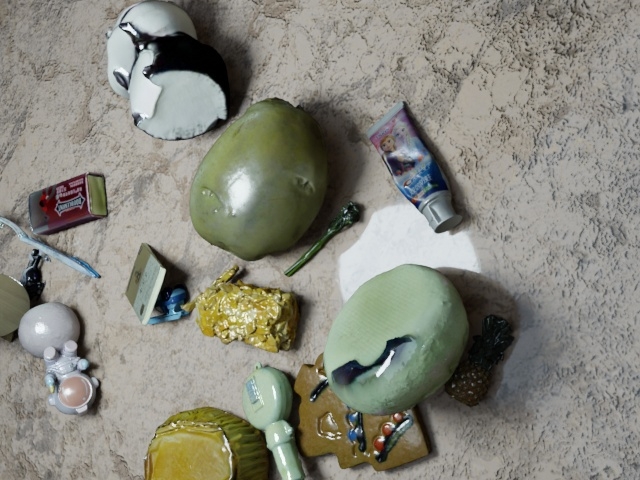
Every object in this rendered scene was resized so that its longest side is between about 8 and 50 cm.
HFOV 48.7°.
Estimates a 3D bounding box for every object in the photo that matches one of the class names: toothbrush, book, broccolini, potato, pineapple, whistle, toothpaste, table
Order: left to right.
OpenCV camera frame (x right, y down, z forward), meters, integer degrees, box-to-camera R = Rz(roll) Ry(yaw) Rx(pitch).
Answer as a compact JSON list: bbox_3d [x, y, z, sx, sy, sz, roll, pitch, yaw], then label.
[{"bbox_3d":[-0.853,0.201,1.832,0.227,0.167,0.167,-42,63,55],"label":"table"},{"bbox_3d":[-0.726,0.011,1.825,0.414,0.035,0.042,24,91,20],"label":"toothbrush"},{"bbox_3d":[-0.401,0.095,1.609,0.199,0.016,0.138,33,105,59],"label":"book"},{"bbox_3d":[-0.113,-0.109,1.376,0.326,0.221,0.243,-50,54,15],"label":"potato"},{"bbox_3d":[-0.094,0.357,1.398,0.126,0.067,0.258,-45,55,36],"label":"whistle"},{"bbox_3d":[-0.001,-0.001,1.412,0.218,0.044,0.042,-42,81,28],"label":"broccolini"},{"bbox_3d":[0.172,-0.133,1.304,0.096,0.061,0.266,-39,61,25],"label":"toothpaste"},{"bbox_3d":[0.273,0.203,1.203,0.074,0.074,0.159,30,94,30],"label":"pineapple"}]

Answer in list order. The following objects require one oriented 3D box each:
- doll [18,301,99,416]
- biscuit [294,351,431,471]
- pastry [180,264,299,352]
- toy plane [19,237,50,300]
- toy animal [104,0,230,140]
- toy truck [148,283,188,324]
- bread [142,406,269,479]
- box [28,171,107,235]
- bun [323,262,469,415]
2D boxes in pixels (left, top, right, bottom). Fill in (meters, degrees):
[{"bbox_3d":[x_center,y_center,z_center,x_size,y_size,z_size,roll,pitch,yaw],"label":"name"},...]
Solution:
[{"bbox_3d":[-0.634,0.297,1.729,0.151,0.151,0.287,-31,77,26],"label":"doll"},{"bbox_3d":[0.075,0.318,1.328,0.302,0.043,0.278,20,97,32],"label":"biscuit"},{"bbox_3d":[-0.163,0.141,1.455,0.250,0.102,0.154,9,102,30],"label":"pastry"},{"bbox_3d":[-0.767,0.091,1.873,0.078,0.053,0.197,41,112,37],"label":"toy plane"},{"bbox_3d":[-0.345,-0.384,1.551,0.251,0.251,0.310,-42,55,23],"label":"toy animal"},{"bbox_3d":[-0.361,0.147,1.611,0.136,0.063,0.074,-13,94,36],"label":"toy truck"},{"bbox_3d":[-0.235,0.468,1.458,0.254,0.142,0.227,5,90,35],"label":"bread"},{"bbox_3d":[-0.644,-0.091,1.800,0.224,0.069,0.120,-12,80,30],"label":"box"},{"bbox_3d":[0.144,0.183,1.206,0.283,0.179,0.283,-39,24,22],"label":"bun"}]
